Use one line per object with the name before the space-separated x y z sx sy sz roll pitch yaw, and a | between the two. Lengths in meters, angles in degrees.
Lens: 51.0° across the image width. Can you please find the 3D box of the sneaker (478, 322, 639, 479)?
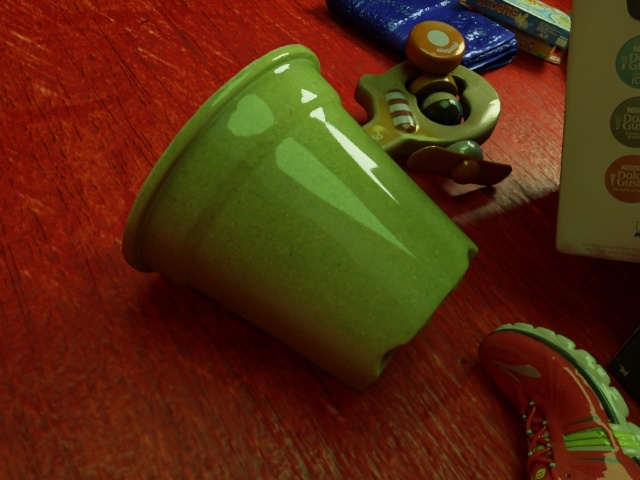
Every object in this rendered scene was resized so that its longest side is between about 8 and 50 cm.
sneaker | 0.228 0.192 0.616 0.118 0.107 0.279 -21 52 -20

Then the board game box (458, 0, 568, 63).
board game box | 0.369 -0.433 1.331 0.259 0.039 0.124 29 45 10

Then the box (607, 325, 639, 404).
box | 0.447 0.104 0.728 0.207 0.153 0.108 -16 52 -27

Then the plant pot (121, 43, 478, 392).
plant pot | 0.000 0.000 0.655 0.254 0.276 0.276 40 48 7

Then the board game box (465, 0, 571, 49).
board game box | 0.372 -0.431 1.253 0.201 0.035 0.136 25 35 0

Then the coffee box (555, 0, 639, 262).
coffee box | 0.462 -0.179 0.739 0.337 0.334 0.338 7 24 25

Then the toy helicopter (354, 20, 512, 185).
toy helicopter | 0.112 -0.134 0.918 0.355 0.140 0.235 -32 70 -26

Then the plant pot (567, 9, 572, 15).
plant pot | 0.601 -0.397 1.228 0.212 0.187 0.212 17 43 -10

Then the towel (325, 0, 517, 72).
towel | 0.185 -0.400 1.213 0.308 0.076 0.227 41 48 24
